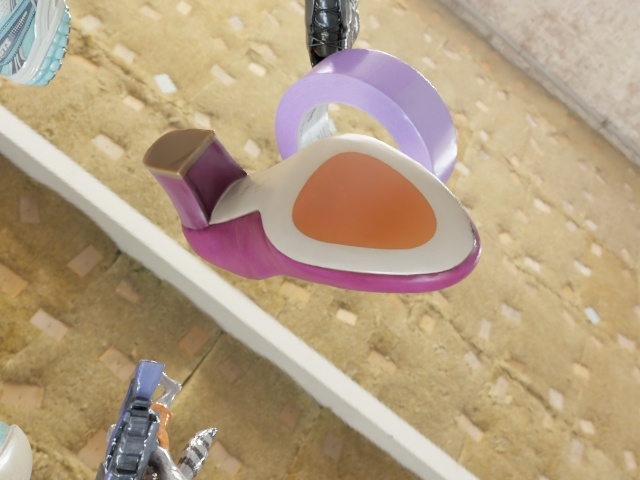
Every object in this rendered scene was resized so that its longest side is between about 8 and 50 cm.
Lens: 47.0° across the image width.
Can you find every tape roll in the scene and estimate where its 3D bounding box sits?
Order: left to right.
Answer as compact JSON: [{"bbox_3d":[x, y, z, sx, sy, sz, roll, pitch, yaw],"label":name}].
[{"bbox_3d":[0.066,-0.149,1.130,0.275,0.275,0.090,43,-128,1],"label":"tape roll"}]

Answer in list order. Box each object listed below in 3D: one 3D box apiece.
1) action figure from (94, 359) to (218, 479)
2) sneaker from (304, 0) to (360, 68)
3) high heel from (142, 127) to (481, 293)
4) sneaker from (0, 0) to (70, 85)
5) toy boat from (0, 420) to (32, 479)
[{"bbox_3d":[-0.207,0.300,0.973,0.179,0.341,0.330,17,-164,-15],"label":"action figure"},{"bbox_3d":[0.020,-0.373,1.196,0.109,0.286,0.130,6,-117,9],"label":"sneaker"},{"bbox_3d":[0.000,0.000,0.652,0.127,0.377,0.181,-48,-48,-16],"label":"high heel"},{"bbox_3d":[-0.313,-0.302,0.743,0.110,0.282,0.122,20,-165,40],"label":"sneaker"},{"bbox_3d":[-0.465,0.328,0.788,0.148,0.318,0.267,48,178,-14],"label":"toy boat"}]
